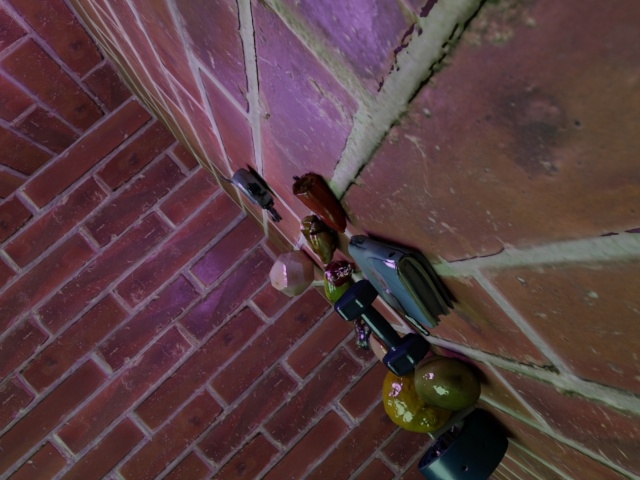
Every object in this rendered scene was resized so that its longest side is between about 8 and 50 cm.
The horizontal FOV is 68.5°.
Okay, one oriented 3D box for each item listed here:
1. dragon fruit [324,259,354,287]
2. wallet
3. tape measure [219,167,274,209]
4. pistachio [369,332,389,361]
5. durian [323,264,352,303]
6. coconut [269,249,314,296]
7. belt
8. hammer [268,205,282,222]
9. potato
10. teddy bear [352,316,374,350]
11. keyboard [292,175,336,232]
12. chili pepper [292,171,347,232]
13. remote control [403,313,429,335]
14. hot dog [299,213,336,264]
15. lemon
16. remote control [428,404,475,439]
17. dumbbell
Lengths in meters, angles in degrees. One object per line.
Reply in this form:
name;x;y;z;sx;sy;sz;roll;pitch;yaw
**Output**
dragon fruit;0.063;0.104;1.553;0.094;0.094;0.190;47;167;0
wallet;0.156;0.076;0.980;0.176;0.075;0.250;53;171;-18
tape measure;-0.305;-0.236;1.799;0.330;0.084;0.164;38;166;41
pistachio;0.283;0.451;1.958;0.145;0.117;0.200;47;174;-37
durian;0.070;0.171;1.804;0.250;0.101;0.139;60;-160;-57
coconut;-0.139;0.163;2.326;0.197;0.237;0.237;-9;-138;-47
belt;0.493;0.744;1.637;0.173;0.300;0.436;46;175;16
hammer;-0.212;-0.110;2.143;0.103;0.029;0.246;47;173;5
potato;0.342;0.383;1.273;0.169;0.144;0.248;8;163;1
teddy bear;0.229;0.474;2.289;0.182;0.129;0.251;50;172;-33
keyboard;-0.014;-0.092;1.250;0.060;0.018;0.195;41;170;52
chili pepper;0.010;-0.074;1.078;0.169;0.065;0.088;48;173;-31
remote control;0.277;0.243;1.366;0.096;0.014;0.039;42;170;25
hot dog;0.000;0.000;1.411;0.109;0.072;0.269;53;177;20
lemon;0.330;0.518;1.583;0.245;0.245;0.320;45;166;12
remote control;0.445;0.609;1.620;0.029;0.190;0.087;57;171;-2
dumbbell;0.194;0.278;1.502;0.316;0.143;0.156;48;172;-1
